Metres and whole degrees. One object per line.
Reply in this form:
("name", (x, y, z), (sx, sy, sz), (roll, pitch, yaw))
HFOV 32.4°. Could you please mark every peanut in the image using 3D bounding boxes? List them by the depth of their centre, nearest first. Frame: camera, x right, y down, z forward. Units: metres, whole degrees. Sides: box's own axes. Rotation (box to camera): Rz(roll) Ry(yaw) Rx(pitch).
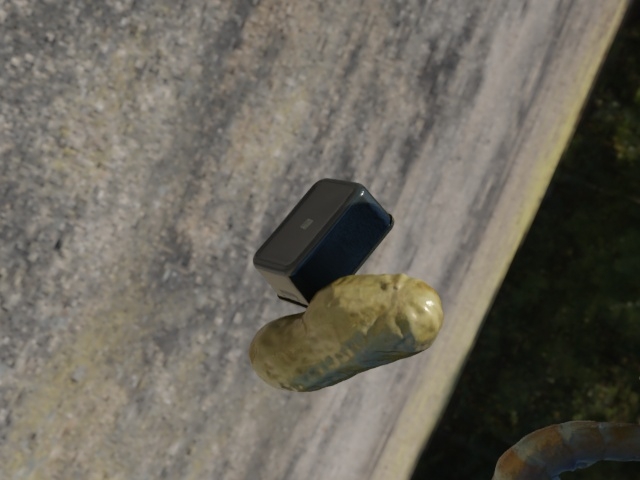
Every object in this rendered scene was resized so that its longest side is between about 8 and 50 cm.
("peanut", (0.028, 0.129, 1.590), (0.147, 0.319, 0.147), (36, 43, -43))

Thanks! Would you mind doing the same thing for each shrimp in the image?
("shrimp", (0.344, 0.329, 1.555), (0.287, 0.185, 0.068), (-42, -154, 16))

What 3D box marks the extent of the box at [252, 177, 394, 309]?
("box", (0.000, 0.000, 1.700), (0.201, 0.144, 0.090), (-50, 120, -16))
